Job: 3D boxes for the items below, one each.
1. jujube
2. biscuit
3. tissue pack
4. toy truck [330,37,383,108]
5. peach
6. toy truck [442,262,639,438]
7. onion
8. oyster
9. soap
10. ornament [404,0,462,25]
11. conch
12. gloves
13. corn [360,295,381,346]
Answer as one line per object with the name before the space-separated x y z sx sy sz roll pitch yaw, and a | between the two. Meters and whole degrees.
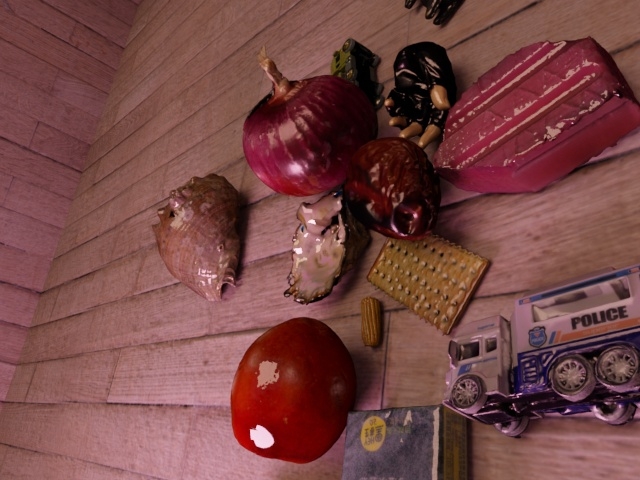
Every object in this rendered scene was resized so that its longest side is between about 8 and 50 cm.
jujube | 0.124 -0.081 0.953 0.168 0.168 0.236 -53 21 16
biscuit | 0.169 0.054 0.959 0.231 0.016 0.139 32 95 55
tissue pack | 0.113 0.366 0.787 0.185 0.081 0.256 -22 52 44
toy truck | 0.068 -0.346 1.274 0.116 0.085 0.191 -35 47 42
peach | -0.039 0.245 0.951 0.200 0.243 0.243 23 87 11
toy truck | 0.282 0.134 0.680 0.268 0.124 0.155 -25 44 40
onion | -0.021 -0.204 1.134 0.256 0.273 0.230 -64 28 6
oyster | 0.007 0.004 1.142 0.198 0.092 0.259 -1 77 52
soap | 0.297 -0.170 0.850 0.289 0.112 0.182 -35 44 34
ornament | 0.236 -0.578 1.202 0.202 0.080 0.236 -56 36 18
conch | -0.331 -0.007 1.486 0.297 0.210 0.352 -54 32 39
gloves | 0.183 -0.258 1.047 0.164 0.124 0.203 163 107 -64
corn | 0.088 0.141 0.994 0.037 0.037 0.092 -24 52 43
